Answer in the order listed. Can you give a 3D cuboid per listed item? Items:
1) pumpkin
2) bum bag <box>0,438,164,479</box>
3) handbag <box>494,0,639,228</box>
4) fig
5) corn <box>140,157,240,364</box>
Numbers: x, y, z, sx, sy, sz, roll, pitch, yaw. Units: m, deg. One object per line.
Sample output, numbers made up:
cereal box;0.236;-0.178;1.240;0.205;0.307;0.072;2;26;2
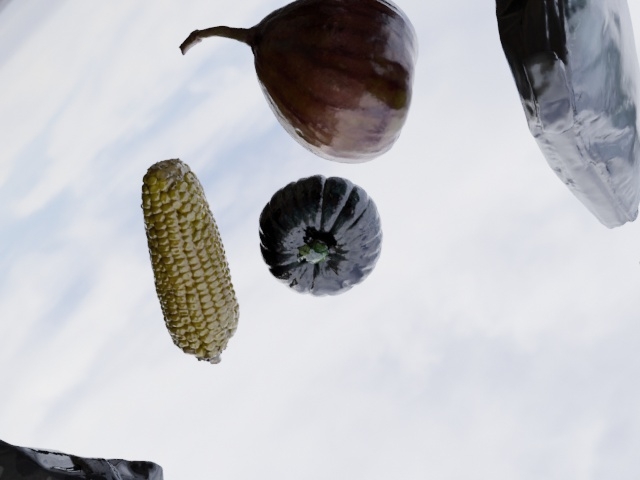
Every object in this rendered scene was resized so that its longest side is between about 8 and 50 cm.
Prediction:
pumpkin;0.002;-0.006;1.658;0.194;0.194;0.150;-35;-135;32
bum bag;-0.300;0.238;1.048;0.095;0.341;0.144;119;-15;-46
handbag;0.194;-0.132;0.826;0.075;0.332;0.191;-5;-106;21
fig;0.007;-0.162;0.987;0.149;0.202;0.148;-31;167;-40
corn;-0.192;0.037;1.634;0.119;0.321;0.119;-9;-156;4
